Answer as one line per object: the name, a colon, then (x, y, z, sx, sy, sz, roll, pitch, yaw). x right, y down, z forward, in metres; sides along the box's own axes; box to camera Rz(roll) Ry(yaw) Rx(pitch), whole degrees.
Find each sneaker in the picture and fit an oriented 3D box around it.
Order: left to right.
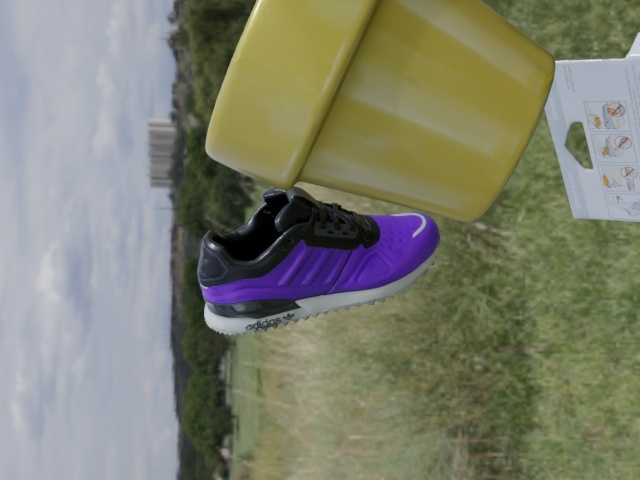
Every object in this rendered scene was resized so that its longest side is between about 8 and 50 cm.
sneaker: (0.000, 0.000, 0.992, 0.102, 0.293, 0.146, -128, 24, -56)

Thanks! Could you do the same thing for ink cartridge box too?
ink cartridge box: (0.419, -0.133, 1.111, 0.060, 0.239, 0.275, -54, -46, -32)

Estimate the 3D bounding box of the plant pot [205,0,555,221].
plant pot: (0.059, -0.139, 0.765, 0.254, 0.239, 0.254, -156, 90, -87)
